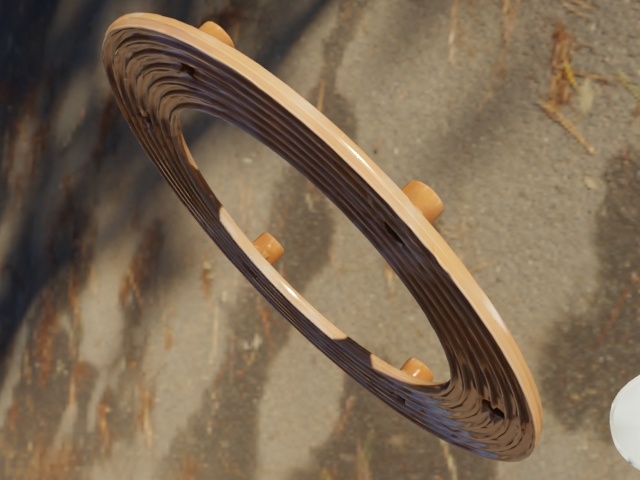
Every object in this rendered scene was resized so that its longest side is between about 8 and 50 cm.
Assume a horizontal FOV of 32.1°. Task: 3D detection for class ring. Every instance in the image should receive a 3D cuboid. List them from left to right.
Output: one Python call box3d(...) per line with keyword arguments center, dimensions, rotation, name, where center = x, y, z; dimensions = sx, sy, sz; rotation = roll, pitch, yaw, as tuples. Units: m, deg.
box3d(center=(0.000, 0.000, 0.645), dimensions=(0.032, 0.337, 0.336), rotation=(-45, 26, -15), name="ring")

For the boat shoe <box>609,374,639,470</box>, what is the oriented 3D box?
box3d(center=(0.275, 0.102, 0.614), dimensions=(0.219, 0.070, 0.078), rotation=(-8, 74, 30), name="boat shoe")
